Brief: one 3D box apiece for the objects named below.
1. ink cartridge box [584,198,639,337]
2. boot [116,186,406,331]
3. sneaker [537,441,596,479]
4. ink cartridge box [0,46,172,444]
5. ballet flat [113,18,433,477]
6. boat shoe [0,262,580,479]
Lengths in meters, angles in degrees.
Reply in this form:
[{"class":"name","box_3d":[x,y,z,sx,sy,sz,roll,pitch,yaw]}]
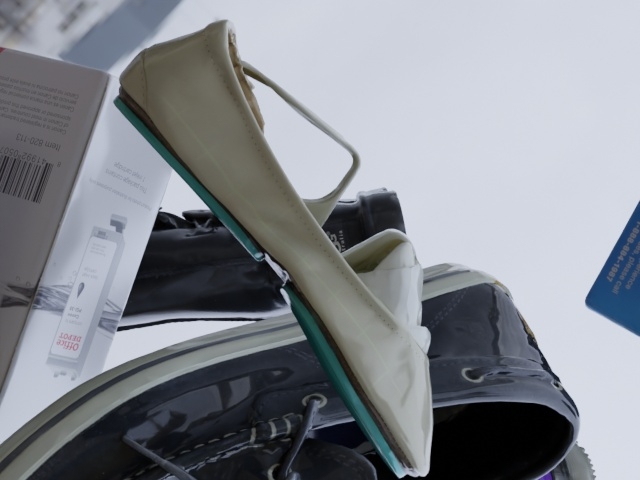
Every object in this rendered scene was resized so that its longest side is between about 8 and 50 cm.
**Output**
[{"class":"ink cartridge box","box_3d":[0.498,0.037,1.462,0.285,0.395,0.166,-61,157,5]},{"class":"boot","box_3d":[-0.140,0.041,1.598,0.445,0.146,0.367,-10,171,0]},{"class":"sneaker","box_3d":[0.110,0.188,1.382,0.293,0.146,0.102,-167,-100,-66]},{"class":"ink cartridge box","box_3d":[-0.248,0.005,1.145,0.207,0.117,0.283,16,-96,29]},{"class":"ballet flat","box_3d":[0.000,0.000,0.753,0.086,0.248,0.086,-36,-173,5]},{"class":"boat shoe","box_3d":[-0.035,0.159,0.980,0.500,0.156,0.186,-20,139,-32]}]
